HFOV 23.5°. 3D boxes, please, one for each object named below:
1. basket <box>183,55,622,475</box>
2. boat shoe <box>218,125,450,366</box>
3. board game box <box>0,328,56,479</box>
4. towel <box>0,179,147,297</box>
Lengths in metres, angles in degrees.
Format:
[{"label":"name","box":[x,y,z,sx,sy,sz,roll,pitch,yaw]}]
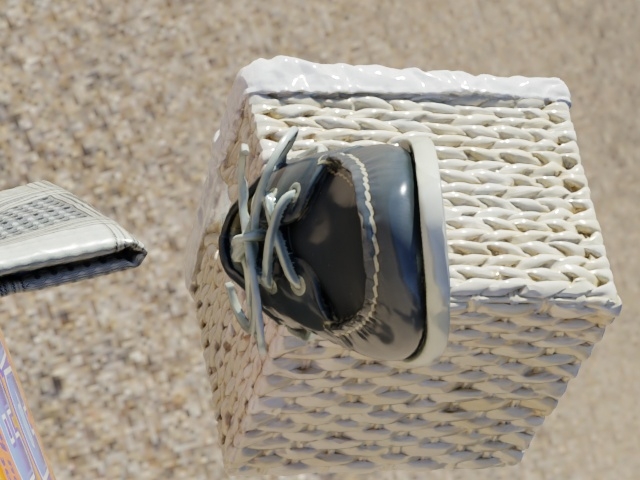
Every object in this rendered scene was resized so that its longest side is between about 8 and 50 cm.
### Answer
[{"label":"basket","box":[0.061,0.035,1.456,0.328,0.331,0.266,111,-25,-49]},{"label":"boat shoe","box":[0.000,0.000,0.647,0.254,0.079,0.095,-150,-118,-81]},{"label":"board game box","box":[-0.379,0.199,1.081,0.356,0.357,0.356,170,-100,-82]},{"label":"towel","box":[-0.381,0.002,1.578,0.312,0.324,0.056,29,-51,59]}]
